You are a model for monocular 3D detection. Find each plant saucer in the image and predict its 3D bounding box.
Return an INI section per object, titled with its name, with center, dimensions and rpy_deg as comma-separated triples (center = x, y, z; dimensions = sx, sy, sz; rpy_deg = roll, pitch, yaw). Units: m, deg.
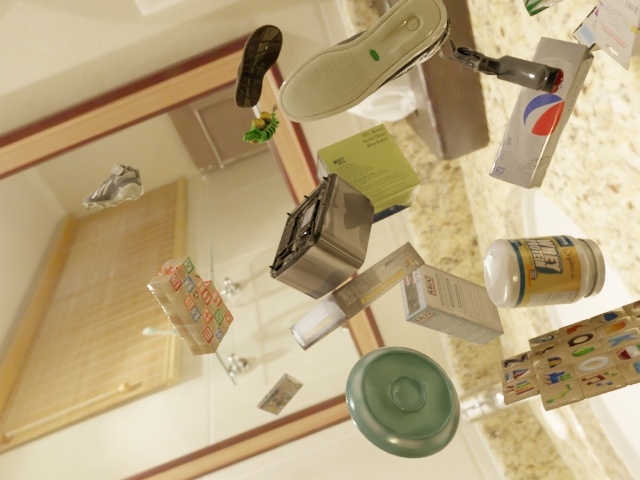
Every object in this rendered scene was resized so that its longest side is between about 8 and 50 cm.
[plant saucer]
center = 0.226, 0.411, 1.461
dimensions = 0.043, 0.318, 0.317
rpy_deg = 104, 153, -47

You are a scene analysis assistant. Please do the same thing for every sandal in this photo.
[sandal]
center = -0.164, -0.436, 1.378
dimensions = 0.219, 0.090, 0.060
rpy_deg = -67, 32, 31

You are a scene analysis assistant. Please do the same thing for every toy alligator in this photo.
[toy alligator]
center = -0.123, -0.275, 1.311
dimensions = 0.189, 0.051, 0.056
rpy_deg = -59, -7, -48

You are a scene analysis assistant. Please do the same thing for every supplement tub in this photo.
[supplement tub]
center = 0.452, 0.062, 1.122
dimensions = 0.144, 0.200, 0.144
rpy_deg = 176, 90, -86

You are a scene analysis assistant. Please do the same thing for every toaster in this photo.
[toaster]
center = 0.000, 0.000, 0.976
dimensions = 0.110, 0.168, 0.185
rpy_deg = 30, -133, -17

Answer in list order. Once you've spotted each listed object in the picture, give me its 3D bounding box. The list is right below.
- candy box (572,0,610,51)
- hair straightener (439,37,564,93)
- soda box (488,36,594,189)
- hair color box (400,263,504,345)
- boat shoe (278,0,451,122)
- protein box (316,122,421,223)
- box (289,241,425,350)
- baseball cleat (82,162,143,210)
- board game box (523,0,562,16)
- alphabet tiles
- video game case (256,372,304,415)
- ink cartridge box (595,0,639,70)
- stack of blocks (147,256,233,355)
[candy box]
center = 0.738, -0.563, 1.301
dimensions = 0.071, 0.159, 0.233
rpy_deg = 63, 155, 18
[hair straightener]
center = 0.276, -0.296, 0.900
dimensions = 0.230, 0.089, 0.047
rpy_deg = 43, 124, 40
[soda box]
center = 0.443, -0.249, 1.107
dimensions = 0.091, 0.286, 0.098
rpy_deg = 26, -163, 31
[hair color box]
center = 0.463, 0.227, 1.944
dimensions = 0.375, 0.113, 0.185
rpy_deg = 21, -134, -28
[boat shoe]
center = 0.054, -0.217, 0.691
dimensions = 0.084, 0.233, 0.079
rpy_deg = 62, -160, 0
[protein box]
center = 0.121, -0.162, 1.452
dimensions = 0.201, 0.200, 0.136
rpy_deg = 61, 168, 20
[box]
center = 0.071, 0.107, 1.056
dimensions = 0.056, 0.231, 0.183
rpy_deg = 54, 140, 8
[baseball cleat]
center = -0.548, -0.144, 1.455
dimensions = 0.072, 0.206, 0.109
rpy_deg = 2, -100, -65
[board game box]
center = 0.402, -0.476, 0.733
dimensions = 0.046, 0.317, 0.213
rpy_deg = -1, -107, -59
[alphabet tiles]
center = 0.453, 0.169, 0.874
dimensions = 0.011, 0.343, 0.285
rpy_deg = 64, -161, -2
[video game case]
center = -0.132, 0.518, 1.849
dimensions = 0.019, 0.143, 0.157
rpy_deg = 38, 172, 31
[ink cartridge box]
center = 0.608, -0.446, 1.074
dimensions = 0.198, 0.067, 0.115
rpy_deg = 60, -175, -56
[stack of blocks]
center = -0.407, 0.200, 1.762
dimensions = 0.297, 0.087, 0.171
rpy_deg = 66, -154, -26
